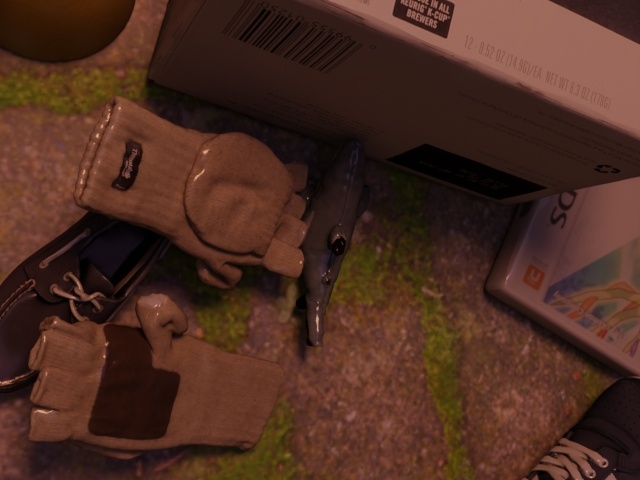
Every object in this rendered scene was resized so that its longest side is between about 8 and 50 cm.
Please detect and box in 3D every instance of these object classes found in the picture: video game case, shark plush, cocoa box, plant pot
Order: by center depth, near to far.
[{"bbox_3d":[-0.190,-0.205,0.541,0.134,0.095,0.134,2,85,-22],"label":"plant pot"},{"bbox_3d":[0.083,-0.194,0.574,0.347,0.231,0.228,17,79,-20],"label":"cocoa box"},{"bbox_3d":[0.000,0.000,0.614,0.073,0.067,0.161,25,77,-18],"label":"shark plush"},{"bbox_3d":[0.351,-0.006,0.770,0.329,0.036,0.300,31,76,-17],"label":"video game case"}]

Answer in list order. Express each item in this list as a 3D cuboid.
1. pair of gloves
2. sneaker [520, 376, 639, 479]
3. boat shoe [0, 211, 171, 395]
[{"bbox_3d":[-0.098,0.038,0.544,0.204,0.042,0.240,11,94,-44],"label":"pair of gloves"},{"bbox_3d":[0.191,0.220,0.655,0.153,0.099,0.282,34,78,-18],"label":"sneaker"},{"bbox_3d":[-0.170,0.024,0.546,0.075,0.065,0.206,46,72,-12],"label":"boat shoe"}]
